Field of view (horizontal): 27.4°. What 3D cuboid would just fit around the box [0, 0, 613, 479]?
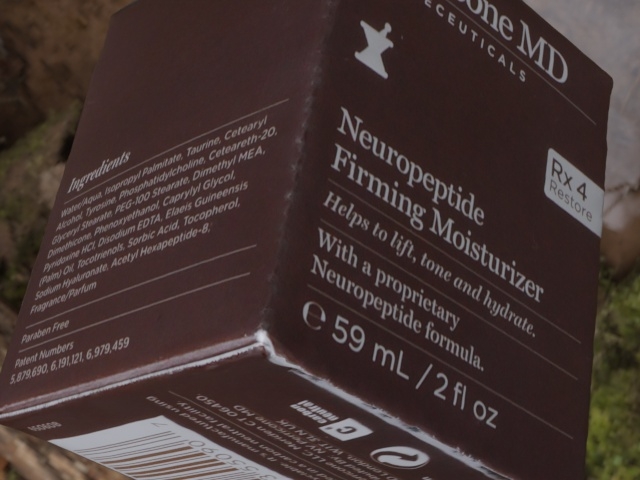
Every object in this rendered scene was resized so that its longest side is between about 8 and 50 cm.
[{"bbox_3d":[0.000,0.000,0.537,0.168,0.203,0.167,31,146,-34],"label":"box"}]
